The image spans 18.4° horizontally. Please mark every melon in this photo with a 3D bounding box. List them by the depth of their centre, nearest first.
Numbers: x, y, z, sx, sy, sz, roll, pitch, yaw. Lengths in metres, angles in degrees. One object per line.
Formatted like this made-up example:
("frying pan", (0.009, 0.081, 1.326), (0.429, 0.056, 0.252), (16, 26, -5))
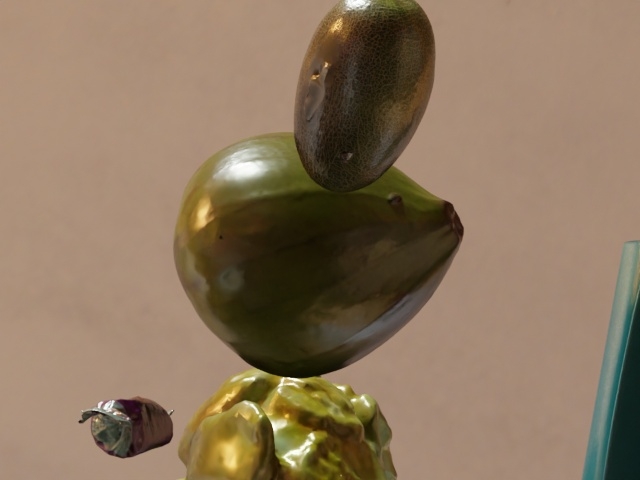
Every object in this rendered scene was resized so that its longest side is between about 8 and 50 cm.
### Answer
("melon", (0.031, -0.109, 1.460), (0.099, 0.099, 0.162), (20, -62, 8))

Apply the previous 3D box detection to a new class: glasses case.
("glasses case", (0.283, 0.156, 1.615), (0.117, 0.070, 0.301), (12, -96, -7))

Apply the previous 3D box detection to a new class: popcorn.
("popcorn", (-0.041, 0.245, 1.800), (0.225, 0.276, 0.276), (28, -48, -25))

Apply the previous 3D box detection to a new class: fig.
("fig", (0.000, 0.000, 1.597), (0.225, 0.203, 0.203), (-17, -63, 11))

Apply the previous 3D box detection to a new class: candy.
("candy", (-0.136, 0.135, 1.439), (0.045, 0.175, 0.043), (-3, -94, 11))
